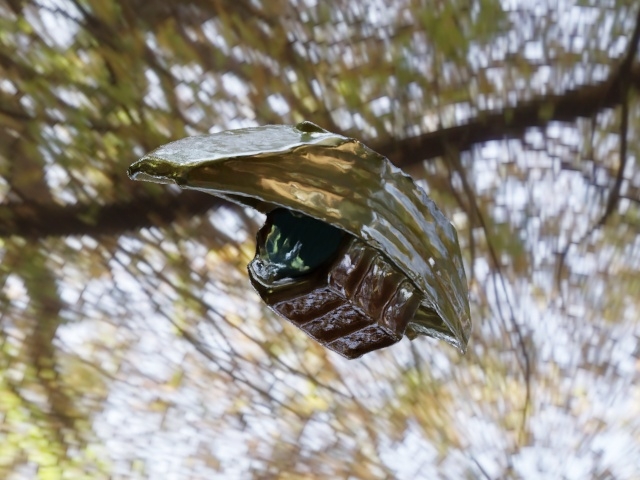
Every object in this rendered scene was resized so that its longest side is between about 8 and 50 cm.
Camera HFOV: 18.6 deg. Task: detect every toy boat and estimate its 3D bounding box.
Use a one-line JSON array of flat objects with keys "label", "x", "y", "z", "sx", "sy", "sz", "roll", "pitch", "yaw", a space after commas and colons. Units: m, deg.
[{"label": "toy boat", "x": 0.000, "y": 0.000, "z": 0.714, "sx": 0.065, "sy": 0.172, "sz": 0.066, "roll": 15, "pitch": -104, "yaw": 43}]
